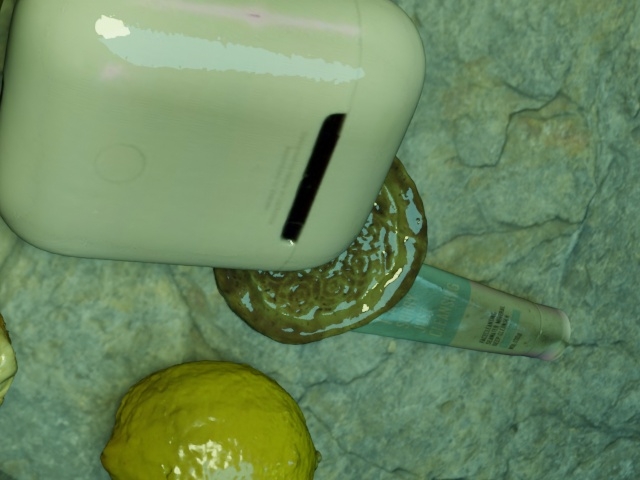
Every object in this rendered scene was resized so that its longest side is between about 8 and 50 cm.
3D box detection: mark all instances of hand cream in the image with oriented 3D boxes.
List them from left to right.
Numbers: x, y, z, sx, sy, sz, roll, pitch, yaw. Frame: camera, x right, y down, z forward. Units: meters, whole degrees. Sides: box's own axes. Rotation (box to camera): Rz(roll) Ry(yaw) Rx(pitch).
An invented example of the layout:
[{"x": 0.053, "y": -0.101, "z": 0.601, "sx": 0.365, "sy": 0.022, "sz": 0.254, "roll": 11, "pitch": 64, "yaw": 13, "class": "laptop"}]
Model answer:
[{"x": 0.157, "y": 0.081, "z": 1.220, "sx": 0.312, "sy": 0.070, "sz": 0.111, "roll": 13, "pitch": 104, "yaw": -28, "class": "hand cream"}]

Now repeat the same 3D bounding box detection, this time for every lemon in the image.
[{"x": -0.109, "y": 0.216, "z": 1.050, "sx": 0.231, "sy": 0.192, "sz": 0.192, "roll": 6, "pitch": 108, "yaw": -24, "class": "lemon"}]

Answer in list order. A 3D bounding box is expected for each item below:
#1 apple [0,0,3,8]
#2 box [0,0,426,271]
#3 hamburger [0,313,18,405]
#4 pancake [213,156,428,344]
[{"x": -0.397, "y": -0.206, "z": 0.564, "sx": 0.474, "sy": 0.473, "sz": 0.473, "roll": -12, "pitch": 117, "yaw": -25, "class": "apple"}, {"x": -0.097, "y": -0.100, "z": 0.898, "sx": 0.349, "sy": 0.141, "sz": 0.288, "roll": 4, "pitch": 130, "yaw": -22, "class": "box"}, {"x": -0.373, "y": 0.114, "z": 0.904, "sx": 0.214, "sy": 0.108, "sz": 0.213, "roll": -11, "pitch": 115, "yaw": -26, "class": "hamburger"}, {"x": 0.000, "y": 0.000, "z": 1.106, "sx": 0.250, "sy": 0.031, "sz": 0.250, "roll": -8, "pitch": 113, "yaw": -21, "class": "pancake"}]
